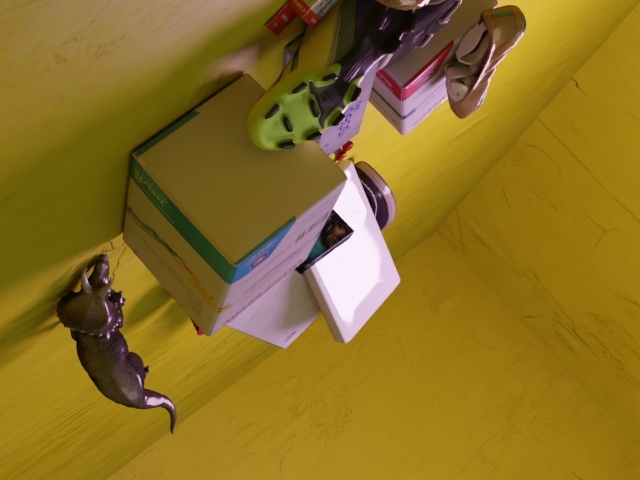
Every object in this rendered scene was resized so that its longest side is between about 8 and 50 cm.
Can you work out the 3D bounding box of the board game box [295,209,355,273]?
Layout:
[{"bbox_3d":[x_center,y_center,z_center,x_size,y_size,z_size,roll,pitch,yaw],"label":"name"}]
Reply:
[{"bbox_3d":[-0.050,-0.047,1.845,0.126,0.186,0.026,-36,167,-38],"label":"board game box"}]

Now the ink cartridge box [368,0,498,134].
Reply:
[{"bbox_3d":[0.164,-0.298,1.828,0.197,0.114,0.273,-43,169,-4],"label":"ink cartridge box"}]

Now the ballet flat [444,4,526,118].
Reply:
[{"bbox_3d":[0.223,-0.265,1.720,0.073,0.080,0.232,-6,148,-24],"label":"ballet flat"}]

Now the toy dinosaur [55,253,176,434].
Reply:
[{"bbox_3d":[-0.311,0.171,1.705,0.121,0.314,0.160,-17,-165,1],"label":"toy dinosaur"}]

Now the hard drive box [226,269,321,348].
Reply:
[{"bbox_3d":[-0.099,0.103,2.309,0.181,0.089,0.232,-45,140,14],"label":"hard drive box"}]

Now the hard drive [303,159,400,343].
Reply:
[{"bbox_3d":[0.045,0.024,2.294,0.203,0.040,0.308,-47,129,-31],"label":"hard drive"}]

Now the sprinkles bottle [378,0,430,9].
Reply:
[{"bbox_3d":[0.150,-0.409,1.252,0.121,0.121,0.355,-35,169,-40],"label":"sprinkles bottle"}]

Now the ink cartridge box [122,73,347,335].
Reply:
[{"bbox_3d":[-0.123,-0.039,1.539,0.198,0.197,0.270,-39,170,-25],"label":"ink cartridge box"}]

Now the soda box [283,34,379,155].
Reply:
[{"bbox_3d":[0.007,-0.209,1.648,0.098,0.091,0.286,-39,170,-13],"label":"soda box"}]

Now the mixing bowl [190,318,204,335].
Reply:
[{"bbox_3d":[-0.185,0.077,2.115,0.181,0.098,0.181,-41,171,-8],"label":"mixing bowl"}]

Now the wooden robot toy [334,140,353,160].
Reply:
[{"bbox_3d":[0.006,-0.172,1.900,0.079,0.076,0.173,-21,158,-39],"label":"wooden robot toy"}]

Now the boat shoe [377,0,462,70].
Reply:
[{"bbox_3d":[0.139,-0.341,1.537,0.095,0.112,0.335,-29,172,-30],"label":"boat shoe"}]

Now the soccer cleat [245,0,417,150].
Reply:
[{"bbox_3d":[0.001,-0.222,1.461,0.289,0.121,0.093,-47,134,-16],"label":"soccer cleat"}]

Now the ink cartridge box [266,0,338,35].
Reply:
[{"bbox_3d":[-0.011,-0.287,1.409,0.115,0.029,0.063,-44,171,7],"label":"ink cartridge box"}]

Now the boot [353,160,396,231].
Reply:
[{"bbox_3d":[0.000,0.000,2.462,0.284,0.138,0.377,-38,173,-21],"label":"boot"}]
